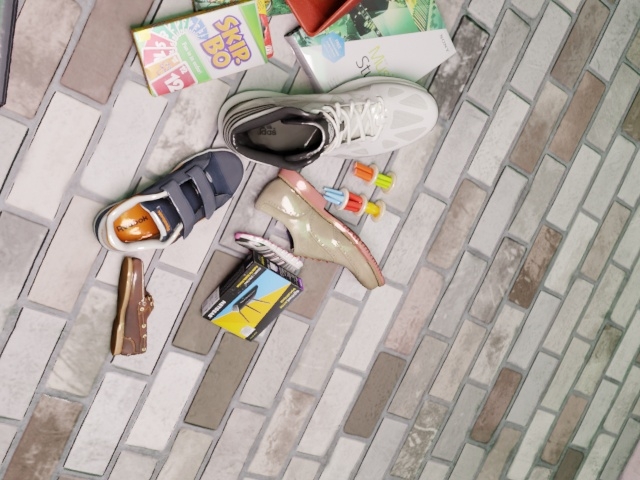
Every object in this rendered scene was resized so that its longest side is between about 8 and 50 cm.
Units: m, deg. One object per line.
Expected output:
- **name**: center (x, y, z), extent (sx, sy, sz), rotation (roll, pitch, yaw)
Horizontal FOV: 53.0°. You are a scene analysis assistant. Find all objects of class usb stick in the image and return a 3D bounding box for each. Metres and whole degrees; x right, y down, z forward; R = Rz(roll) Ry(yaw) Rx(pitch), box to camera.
- **usb stick**: center (-0.547, -0.358, 1.063), extent (0.077, 0.045, 0.278), rotation (7, 101, -26)

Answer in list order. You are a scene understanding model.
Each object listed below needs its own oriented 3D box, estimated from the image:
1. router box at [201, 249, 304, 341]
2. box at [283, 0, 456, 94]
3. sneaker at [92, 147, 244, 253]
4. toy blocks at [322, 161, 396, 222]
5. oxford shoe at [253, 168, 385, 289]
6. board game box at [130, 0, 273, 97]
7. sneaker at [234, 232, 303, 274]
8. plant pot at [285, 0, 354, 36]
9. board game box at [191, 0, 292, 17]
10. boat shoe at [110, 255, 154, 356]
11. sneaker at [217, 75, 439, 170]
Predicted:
- **router box**: center (-0.142, 0.119, 1.340), extent (0.133, 0.046, 0.179), rotation (32, 115, -29)
- **box**: center (0.113, -0.412, 1.349), extent (0.322, 0.058, 0.232), rotation (-38, 116, -12)
- **sneaker**: center (-0.272, -0.069, 1.225), extent (0.321, 0.127, 0.126), rotation (-33, 113, -15)
- **toy blocks**: center (0.083, -0.117, 1.416), extent (0.148, 0.054, 0.123), rotation (17, 97, -27)
- **oxford shoe**: center (0.000, 0.000, 1.380), extent (0.130, 0.123, 0.348), rotation (-45, 107, -3)
- **board game box**: center (-0.211, -0.366, 1.206), extent (0.259, 0.039, 0.124), rotation (-23, 127, -19)
- **sneaker**: center (-0.116, 0.041, 1.359), extent (0.170, 0.063, 0.075), rotation (31, 83, -33)
- **plant pot**: center (0.056, -0.572, 1.147), extent (0.235, 0.267, 0.267), rotation (-36, 96, -39)
- **board game box**: center (-0.125, -0.497, 1.233), extent (0.259, 0.030, 0.136), rotation (-15, 107, -21)
- **boat shoe**: center (-0.365, 0.130, 1.266), extent (0.073, 0.073, 0.207), rotation (3, 109, -27)
- **sneaker**: center (0.038, -0.199, 1.209), extent (0.447, 0.257, 0.169), rotation (-7, 114, -9)
